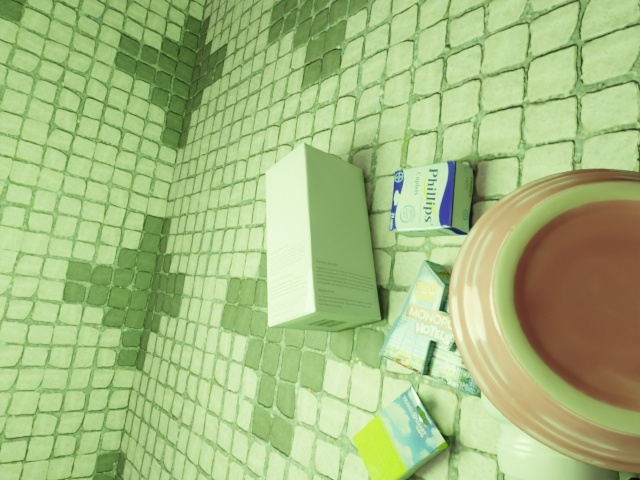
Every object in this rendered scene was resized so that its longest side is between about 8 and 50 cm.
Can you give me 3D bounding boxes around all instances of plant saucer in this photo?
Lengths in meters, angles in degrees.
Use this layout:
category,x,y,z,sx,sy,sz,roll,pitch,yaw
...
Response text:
category,x,y,z,sx,sy,sz,roll,pitch,yaw
plant saucer,0.311,0.067,0.438,0.332,0.084,0.332,-4,72,14

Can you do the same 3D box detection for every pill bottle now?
category,x,y,z,sx,sy,sz,roll,pitch,yaw
pill bottle,0.290,0.155,0.549,0.162,0.162,0.278,-18,66,45

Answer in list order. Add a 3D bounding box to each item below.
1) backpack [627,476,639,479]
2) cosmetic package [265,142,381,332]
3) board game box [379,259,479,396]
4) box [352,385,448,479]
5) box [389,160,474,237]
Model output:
category,x,y,z,sx,sy,sz,roll,pitch,yaw
backpack,0.350,0.325,0.250,0.355,0.290,0.273,26,126,50
cosmetic package,0.000,0.000,0.899,0.155,0.197,0.366,-27,58,42
board game box,0.213,0.140,0.718,0.194,0.060,0.194,12,88,50
box,0.143,0.356,0.741,0.178,0.042,0.109,-52,46,24
box,0.208,-0.074,0.780,0.137,0.072,0.126,-3,77,47
